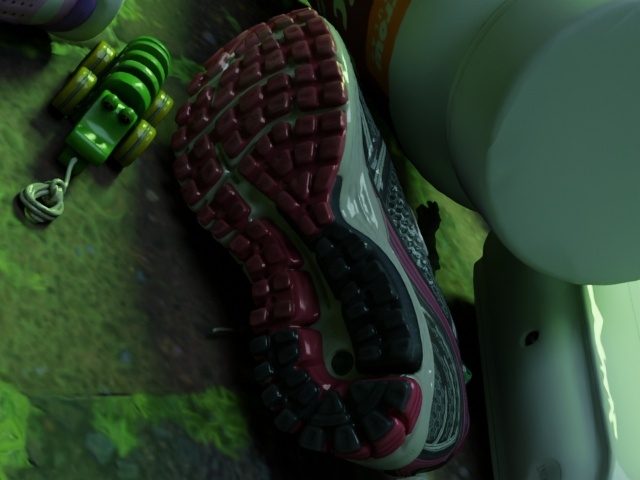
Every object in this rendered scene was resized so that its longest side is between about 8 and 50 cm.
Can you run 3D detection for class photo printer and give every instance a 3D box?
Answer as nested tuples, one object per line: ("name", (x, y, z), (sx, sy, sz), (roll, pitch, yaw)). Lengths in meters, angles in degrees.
("photo printer", (0.217, 0.144, 1.074), (0.256, 0.107, 0.307), (35, 32, -27))

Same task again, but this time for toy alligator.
("toy alligator", (-0.116, -0.073, 0.933), (0.056, 0.051, 0.189), (41, 29, -13))

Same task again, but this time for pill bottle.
("pill bottle", (0.127, -0.150, 1.095), (0.224, 0.224, 0.392), (31, 17, -30))

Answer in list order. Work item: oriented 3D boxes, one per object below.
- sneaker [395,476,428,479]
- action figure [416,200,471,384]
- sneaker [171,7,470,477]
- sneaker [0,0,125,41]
("sneaker", (0.030, 0.199, 0.779), (0.086, 0.085, 0.237), (52, 31, -9))
("action figure", (0.034, -0.003, 1.055), (0.137, 0.063, 0.232), (7, 53, -55))
("sneaker", (0.000, 0.000, 0.958), (0.112, 0.121, 0.299), (33, 36, -54))
("sneaker", (-0.207, -0.212, 0.944), (0.104, 0.095, 0.236), (-22, 74, -52))
